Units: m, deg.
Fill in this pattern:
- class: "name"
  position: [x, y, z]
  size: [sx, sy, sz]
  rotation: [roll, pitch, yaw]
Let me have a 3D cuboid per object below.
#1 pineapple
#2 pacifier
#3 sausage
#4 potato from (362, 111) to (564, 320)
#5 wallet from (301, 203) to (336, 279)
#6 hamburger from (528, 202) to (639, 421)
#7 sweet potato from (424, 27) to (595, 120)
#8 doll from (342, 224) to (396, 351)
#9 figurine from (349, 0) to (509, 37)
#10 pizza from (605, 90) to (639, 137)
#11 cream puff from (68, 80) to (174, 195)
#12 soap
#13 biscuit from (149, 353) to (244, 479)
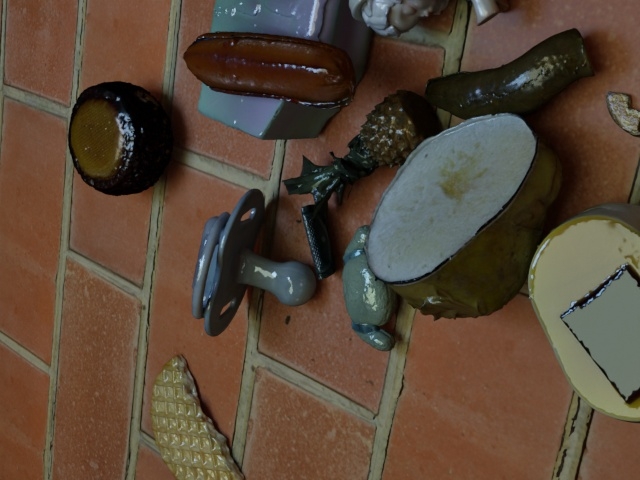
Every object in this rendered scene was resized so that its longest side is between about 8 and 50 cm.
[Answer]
- class: "pineapple"
  position: [0.063, -0.140, 1.430]
  size: [0.277, 0.119, 0.130]
  rotation: [-33, 61, 36]
- class: "pacifier"
  position: [-0.118, 0.056, 1.584]
  size: [0.225, 0.238, 0.287]
  rotation: [15, 107, 9]
- class: "sausage"
  position: [-0.079, -0.269, 1.345]
  size: [0.330, 0.102, 0.102]
  rotation: [16, 107, 36]
- class: "potato"
  position: [0.227, -0.022, 1.267]
  size: [0.300, 0.196, 0.246]
  rotation: [-46, 38, 10]
- class: "wallet"
  position: [0.000, 0.000, 1.528]
  size: [0.026, 0.088, 0.129]
  rotation: [-13, 91, 18]
- class: "hamburger"
  position: [0.400, 0.095, 1.148]
  size: [0.227, 0.151, 0.295]
  rotation: [-29, 73, 34]
- class: "sweet potato"
  position: [0.266, -0.224, 1.268]
  size: [0.285, 0.085, 0.112]
  rotation: [-7, 58, 53]
- class: "doll"
  position: [0.080, 0.082, 1.477]
  size: [0.103, 0.071, 0.214]
  rotation: [-15, 83, 41]
- class: "figurine"
  position: [0.148, -0.362, 1.295]
  size: [0.236, 0.162, 0.141]
  rotation: [-9, 86, 24]
- class: "pizza"
  position: [0.412, -0.170, 1.181]
  size: [0.037, 0.016, 0.083]
  rotation: [-49, 62, 36]
- class: "cream puff"
  position: [-0.404, -0.208, 1.799]
  size: [0.239, 0.165, 0.239]
  rotation: [6, 99, 37]
- class: "soap"
  position: [-0.045, -0.396, 1.459]
  size: [0.261, 0.156, 0.446]
  rotation: [27, 113, 36]
- class: "biscuit"
  position: [-0.288, 0.417, 1.878]
  size: [0.204, 0.040, 0.309]
  rotation: [-45, 67, 37]
